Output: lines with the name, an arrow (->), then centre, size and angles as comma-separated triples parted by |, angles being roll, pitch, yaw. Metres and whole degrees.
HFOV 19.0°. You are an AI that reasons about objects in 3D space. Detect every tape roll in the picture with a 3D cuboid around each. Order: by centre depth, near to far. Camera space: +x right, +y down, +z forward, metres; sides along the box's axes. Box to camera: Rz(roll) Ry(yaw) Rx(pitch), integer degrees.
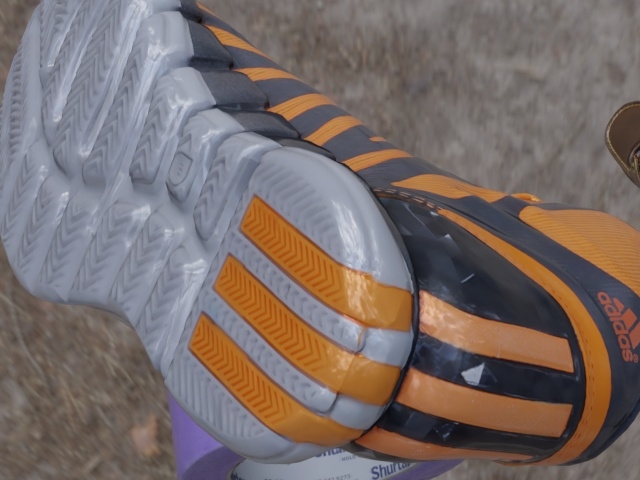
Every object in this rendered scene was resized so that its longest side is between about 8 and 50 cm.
tape roll -> 0.000, 0.103, 1.192 | 0.189, 0.189, 0.080 | -10, 66, 0

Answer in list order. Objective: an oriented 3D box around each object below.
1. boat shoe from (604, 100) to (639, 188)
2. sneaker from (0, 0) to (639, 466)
boat shoe -> 0.213, -0.050, 1.124 | 0.060, 0.178, 0.064 | 28, 99, -26
sneaker -> 0.000, 0.000, 0.706 | 0.125, 0.180, 0.321 | -63, 36, 16
